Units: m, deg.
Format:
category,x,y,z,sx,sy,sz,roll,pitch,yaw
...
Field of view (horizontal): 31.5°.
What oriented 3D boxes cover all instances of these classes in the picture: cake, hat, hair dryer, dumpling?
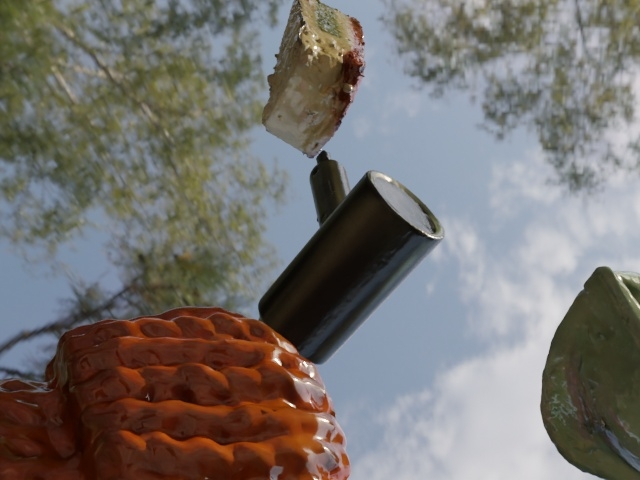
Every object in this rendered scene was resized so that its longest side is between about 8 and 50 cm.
category,x,y,z,sx,sy,sz,roll,pitch,yaw
cake,0.007,-0.206,1.198,0.086,0.117,0.220,27,-125,-15
hat,-0.186,0.162,0.686,0.400,0.285,0.285,10,-126,-30
hair dryer,0.000,0.000,0.966,0.195,0.078,0.248,-48,-159,20
dumpling,0.246,0.122,0.863,0.149,0.105,0.216,-37,-84,3
